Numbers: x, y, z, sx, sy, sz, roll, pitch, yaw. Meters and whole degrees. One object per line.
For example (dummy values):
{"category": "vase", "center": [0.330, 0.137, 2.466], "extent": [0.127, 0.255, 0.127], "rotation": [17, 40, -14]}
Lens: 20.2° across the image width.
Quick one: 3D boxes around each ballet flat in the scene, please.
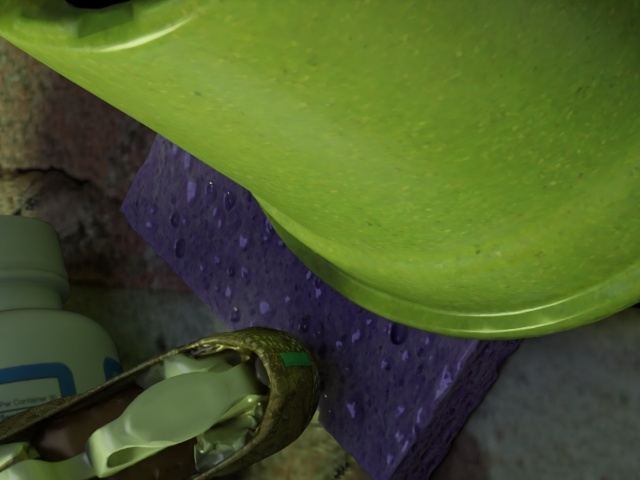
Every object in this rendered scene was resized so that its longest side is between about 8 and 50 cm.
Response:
{"category": "ballet flat", "center": [-0.098, 0.090, 0.743], "extent": [0.206, 0.067, 0.073], "rotation": [-30, 77, -1]}

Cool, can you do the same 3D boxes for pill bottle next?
{"category": "pill bottle", "center": [-0.146, 0.106, 0.847], "extent": [0.124, 0.124, 0.222], "rotation": [-27, 67, 35]}

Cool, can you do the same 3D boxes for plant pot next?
{"category": "plant pot", "center": [0.009, -0.117, 0.632], "extent": [0.276, 0.254, 0.276], "rotation": [-8, 75, 32]}

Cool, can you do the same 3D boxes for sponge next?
{"category": "sponge", "center": [0.000, 0.000, 0.796], "extent": [0.210, 0.031, 0.117], "rotation": [44, 113, 34]}
